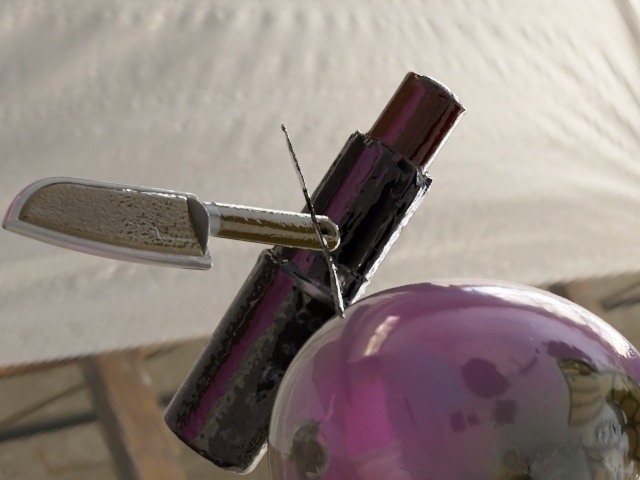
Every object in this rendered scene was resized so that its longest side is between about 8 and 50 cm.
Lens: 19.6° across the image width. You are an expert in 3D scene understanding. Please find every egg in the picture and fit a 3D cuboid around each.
[{"bbox_3d":[0.093,0.113,1.091,0.271,0.196,0.196,-17,-100,-47],"label":"egg"}]

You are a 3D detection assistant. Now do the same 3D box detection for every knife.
[{"bbox_3d":[-0.070,-0.007,0.996,0.256,0.022,0.046,6,-118,-49],"label":"knife"}]

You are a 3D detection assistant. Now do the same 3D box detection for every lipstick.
[{"bbox_3d":[-0.001,0.020,1.250,0.081,0.299,0.081,32,-176,-2],"label":"lipstick"}]

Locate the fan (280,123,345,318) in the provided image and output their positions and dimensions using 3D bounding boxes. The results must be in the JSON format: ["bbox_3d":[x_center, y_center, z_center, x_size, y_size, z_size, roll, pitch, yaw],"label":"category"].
[{"bbox_3d":[0.000,0.000,0.788,0.133,0.005,0.085,-108,0,-64],"label":"fan"}]
